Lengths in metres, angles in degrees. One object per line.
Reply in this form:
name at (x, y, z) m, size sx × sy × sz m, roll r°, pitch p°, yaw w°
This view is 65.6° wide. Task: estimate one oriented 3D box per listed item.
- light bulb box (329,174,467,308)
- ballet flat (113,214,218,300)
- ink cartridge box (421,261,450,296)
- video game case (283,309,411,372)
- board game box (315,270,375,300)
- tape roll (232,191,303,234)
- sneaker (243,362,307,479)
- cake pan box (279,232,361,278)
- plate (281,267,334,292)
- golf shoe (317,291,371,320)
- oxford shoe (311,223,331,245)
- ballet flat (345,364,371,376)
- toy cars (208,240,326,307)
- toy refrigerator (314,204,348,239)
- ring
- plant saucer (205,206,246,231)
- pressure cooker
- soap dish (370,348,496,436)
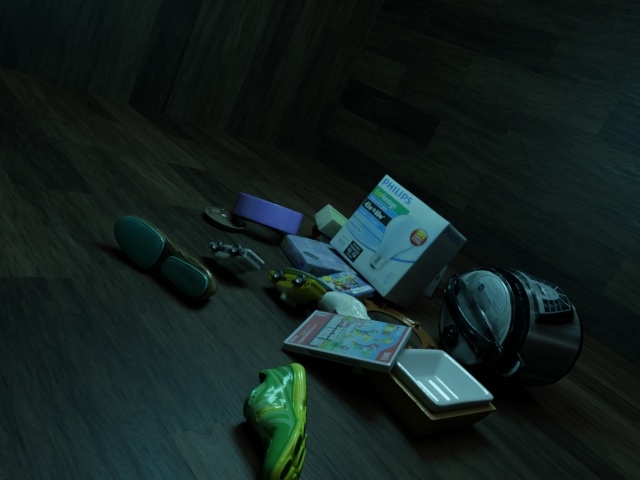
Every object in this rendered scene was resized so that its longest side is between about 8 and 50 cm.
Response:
light bulb box at (0.300, 0.005, 1.945) m, size 0.358 × 0.361 × 0.225 m, roll 45°, pitch 9°, yaw 36°
ballet flat at (-0.409, 0.051, 1.346) m, size 0.342 × 0.116 × 0.124 m, roll 31°, pitch -3°, yaw 15°
ink cartridge box at (0.441, 0.069, 2.168) m, size 0.223 × 0.308 × 0.129 m, roll 17°, pitch 18°, yaw -26°
video game case at (0.074, 0.256, 1.300) m, size 0.284 × 0.025 × 0.204 m, roll 7°, pitch 20°, yaw 24°
board game box at (0.077, 0.168, 1.740) m, size 0.201 × 0.035 × 0.136 m, roll -8°, pitch 34°, yaw -44°
tape roll at (-0.212, -0.109, 2.001) m, size 0.274 × 0.090 × 0.275 m, roll 20°, pitch 2°, yaw -1°
sneaker at (-0.087, 0.350, 0.942) m, size 0.123 × 0.110 × 0.296 m, roll -1°, pitch 22°, yaw 0°
cake pan box at (0.002, 0.076, 1.924) m, size 0.266 × 0.070 × 0.246 m, roll 14°, pitch 22°, yaw -34°
plate at (-0.044, 0.143, 1.599) m, size 0.188 × 0.024 × 0.188 m, roll 22°, pitch -19°, yaw 8°
golf shoe at (0.086, 0.250, 1.448) m, size 0.306 × 0.115 × 0.140 m, roll 36°, pitch 22°, yaw 33°
oxford shoe at (0.000, 0.000, 2.166) m, size 0.076 × 0.076 × 0.212 m, roll 45°, pitch 20°, yaw -31°
ballet flat at (0.090, 0.335, 1.333) m, size 0.114 × 0.041 × 0.041 m, roll 37°, pitch 20°, yaw 33°
toy cars at (-0.177, 0.110, 1.508) m, size 0.393 × 0.087 × 0.176 m, roll 25°, pitch -20°, yaw 2°
toy refrigerator at (0.101, -0.042, 2.208) m, size 0.269 × 0.094 × 0.102 m, roll 37°, pitch 26°, yaw -38°
ring at (0.254, 0.295, 1.694) m, size 0.336 × 0.032 × 0.337 m, roll 23°, pitch 17°, yaw -8°
plant saucer at (-0.368, -0.078, 1.910) m, size 0.168 × 0.029 × 0.168 m, roll 25°, pitch 16°, yaw -8°
pressure cooker at (0.606, 0.288, 1.668) m, size 0.420 × 0.376 × 0.369 m, roll 18°, pitch -10°, yaw -23°
soap dish at (0.286, 0.391, 1.294) m, size 0.290 × 0.118 × 0.229 m, roll 10°, pitch 22°, yaw -41°
